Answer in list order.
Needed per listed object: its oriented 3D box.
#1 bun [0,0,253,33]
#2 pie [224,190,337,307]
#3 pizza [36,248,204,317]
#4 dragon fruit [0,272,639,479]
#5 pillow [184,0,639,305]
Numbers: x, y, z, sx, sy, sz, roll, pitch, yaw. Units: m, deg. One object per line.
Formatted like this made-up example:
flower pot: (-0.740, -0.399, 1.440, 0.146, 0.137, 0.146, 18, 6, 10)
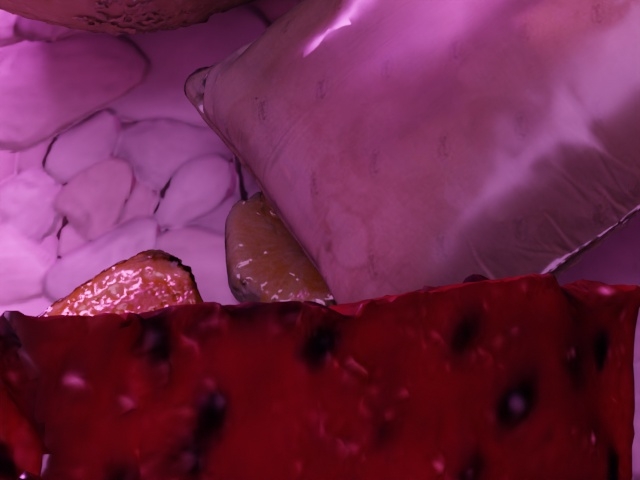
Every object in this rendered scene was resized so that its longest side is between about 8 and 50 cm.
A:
bun: (-0.082, -0.193, 0.696, 0.259, 0.152, 0.259, 0, 64, 0)
pie: (0.000, 0.000, 0.629, 0.084, 0.020, 0.084, -7, 56, 10)
pizza: (-0.089, 0.070, 0.591, 0.099, 0.036, 0.160, 28, 67, 27)
dragon fruit: (-0.063, 0.147, 0.411, 0.302, 0.240, 0.330, -7, 64, 16)
pillow: (0.104, -0.092, 0.587, 0.302, 0.075, 0.185, -37, 55, 4)
